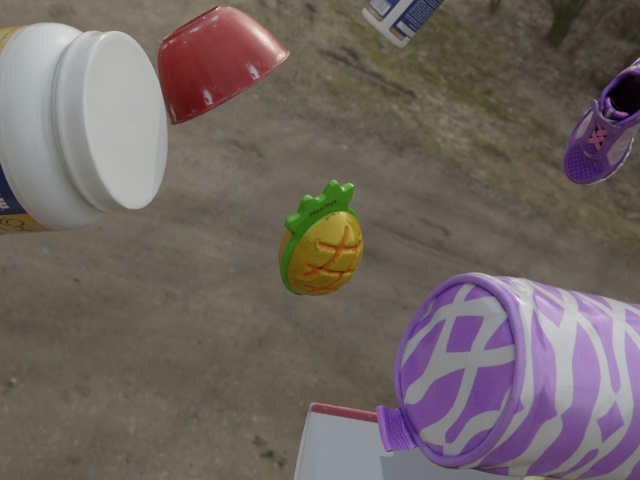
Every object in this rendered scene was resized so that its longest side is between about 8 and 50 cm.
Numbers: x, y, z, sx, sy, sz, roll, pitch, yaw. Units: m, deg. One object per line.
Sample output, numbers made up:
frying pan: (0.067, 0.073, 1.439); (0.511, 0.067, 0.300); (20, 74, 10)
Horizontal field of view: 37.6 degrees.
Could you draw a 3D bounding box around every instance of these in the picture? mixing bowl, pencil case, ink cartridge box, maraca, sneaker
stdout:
mixing bowl: (-0.141, -0.236, 1.205); (0.098, 0.181, 0.181); (59, 24, -19)
pencil case: (0.132, 0.072, 0.425); (0.206, 0.088, 0.086); (16, 46, -28)
ink cartridge box: (0.049, 0.183, 0.589); (0.128, 0.176, 0.128); (8, 73, 6)
maraca: (0.000, 0.000, 1.201); (0.127, 0.186, 0.099); (-34, 56, -26)
sneaker: (0.430, -0.177, 1.387); (0.095, 0.236, 0.104); (45, 36, 18)

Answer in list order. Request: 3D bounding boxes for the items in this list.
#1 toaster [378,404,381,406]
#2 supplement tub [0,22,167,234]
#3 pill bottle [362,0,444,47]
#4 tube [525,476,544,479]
toaster: (0.112, 0.406, 1.603); (0.186, 0.110, 0.168); (63, 0, 31)
supplement tub: (-0.354, -0.120, 1.053); (0.316, 0.228, 0.228); (-3, 25, 16)
pill bottle: (0.110, -0.292, 1.105); (0.067, 0.120, 0.067); (39, 16, -13)
tube: (0.308, 0.435, 1.571); (0.070, 0.240, 0.062); (36, -7, 36)
